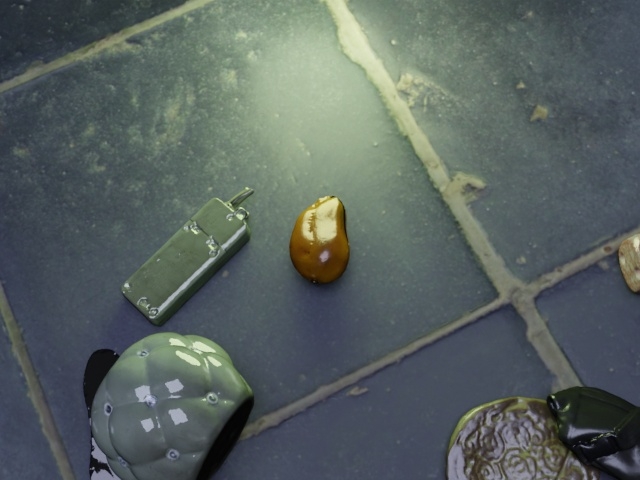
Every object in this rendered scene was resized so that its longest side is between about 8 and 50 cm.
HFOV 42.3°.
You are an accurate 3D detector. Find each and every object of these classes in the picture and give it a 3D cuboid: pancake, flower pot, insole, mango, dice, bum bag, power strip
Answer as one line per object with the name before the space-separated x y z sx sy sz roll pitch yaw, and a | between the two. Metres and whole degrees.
pancake | 0.316 0.365 1.303 0.250 0.031 0.250 0 71 1
flower pot | -0.225 0.259 1.255 0.195 0.246 0.246 28 74 11
insole | -0.352 0.292 1.369 0.080 0.003 0.231 -7 71 0
mango | 0.001 0.003 1.418 0.105 0.084 0.159 -6 49 17
dice | 0.559 0.034 1.375 0.093 0.094 0.091 -11 70 -3
bum bag | 0.496 0.328 1.272 0.326 0.079 0.142 29 54 10
power strip | -0.213 0.017 1.433 0.093 0.053 0.288 41 77 16
